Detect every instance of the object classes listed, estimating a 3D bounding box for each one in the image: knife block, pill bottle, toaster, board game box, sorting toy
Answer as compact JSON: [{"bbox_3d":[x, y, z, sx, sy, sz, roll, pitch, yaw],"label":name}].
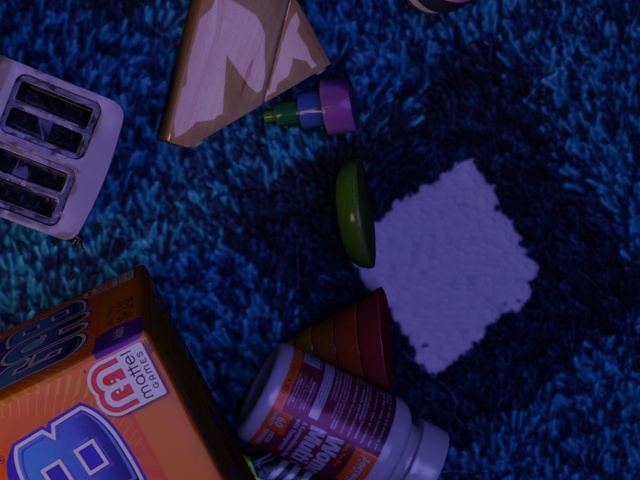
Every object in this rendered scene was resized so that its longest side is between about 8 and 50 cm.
[{"bbox_3d":[-0.108,-0.265,1.607,0.276,0.088,0.242,-32,101,-10],"label":"knife block"},{"bbox_3d":[0.026,0.214,1.635,0.221,0.121,0.121,27,88,-8],"label":"pill bottle"},{"bbox_3d":[-0.306,-0.095,1.558,0.186,0.110,0.168,22,90,-15],"label":"toaster"},{"bbox_3d":[-0.255,0.284,1.455,0.356,0.356,0.356,-26,101,-3],"label":"board game box"},{"bbox_3d":[0.000,0.000,1.662,0.126,0.127,0.365,-8,100,9],"label":"sorting toy"}]

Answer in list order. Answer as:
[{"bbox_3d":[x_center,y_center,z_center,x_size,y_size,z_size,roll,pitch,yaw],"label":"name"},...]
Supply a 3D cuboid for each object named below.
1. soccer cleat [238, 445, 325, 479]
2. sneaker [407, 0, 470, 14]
[{"bbox_3d":[-0.028,0.259,1.688,0.179,0.060,0.072,3,93,-12],"label":"soccer cleat"},{"bbox_3d":[0.228,-0.386,1.661,0.112,0.131,0.319,39,84,-14],"label":"sneaker"}]
